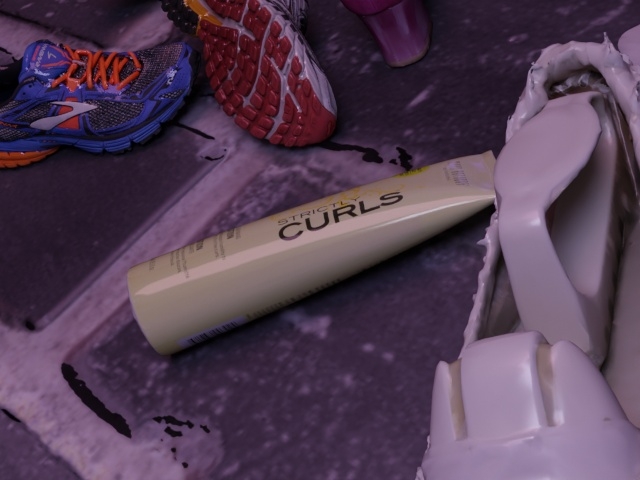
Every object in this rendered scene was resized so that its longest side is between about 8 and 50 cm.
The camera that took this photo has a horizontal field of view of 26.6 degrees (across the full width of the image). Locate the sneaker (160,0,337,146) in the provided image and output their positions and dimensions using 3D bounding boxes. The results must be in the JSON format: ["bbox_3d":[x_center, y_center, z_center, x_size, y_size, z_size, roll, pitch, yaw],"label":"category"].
[{"bbox_3d":[-0.038,-0.157,1.003,0.093,0.088,0.225,0,46,-35],"label":"sneaker"}]

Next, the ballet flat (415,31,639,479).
[{"bbox_3d":[0.107,0.054,0.651,0.147,0.147,0.409,-7,44,26],"label":"ballet flat"}]

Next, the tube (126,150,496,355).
[{"bbox_3d":[0.000,0.000,0.836,0.240,0.062,0.070,-21,59,7],"label":"tube"}]

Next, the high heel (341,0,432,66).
[{"bbox_3d":[0.041,-0.243,1.027,0.082,0.117,0.244,-13,42,20],"label":"high heel"}]

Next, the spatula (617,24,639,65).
[{"bbox_3d":[0.291,-0.096,0.795,0.168,0.019,0.242,-26,42,3],"label":"spatula"}]

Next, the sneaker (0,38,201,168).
[{"bbox_3d":[-0.195,-0.117,1.061,0.221,0.087,0.083,-12,42,21],"label":"sneaker"}]
